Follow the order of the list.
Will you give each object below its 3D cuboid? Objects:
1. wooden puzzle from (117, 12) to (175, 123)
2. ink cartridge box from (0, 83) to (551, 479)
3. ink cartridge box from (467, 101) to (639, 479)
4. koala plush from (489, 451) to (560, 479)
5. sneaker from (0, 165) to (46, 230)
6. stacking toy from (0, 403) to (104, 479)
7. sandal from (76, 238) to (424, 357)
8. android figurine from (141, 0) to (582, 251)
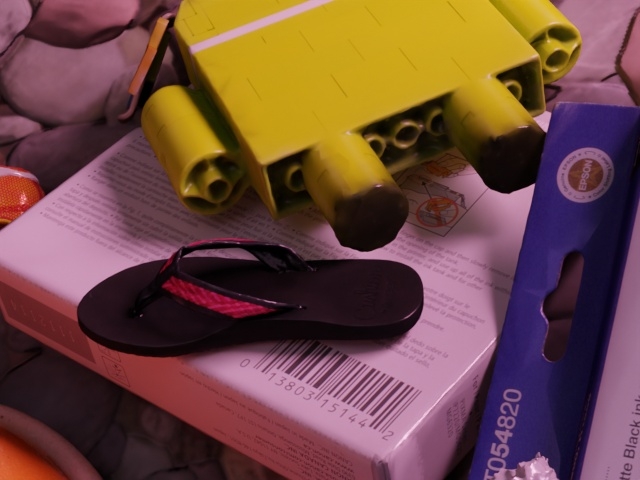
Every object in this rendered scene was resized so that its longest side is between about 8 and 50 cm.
[{"bbox_3d":[-0.107,-0.106,0.950,0.014,0.116,0.078,24,96,-8],"label":"wooden puzzle"},{"bbox_3d":[0.000,0.000,0.866,0.296,0.066,0.261,24,52,33],"label":"ink cartridge box"},{"bbox_3d":[0.186,0.037,0.690,0.224,0.045,0.223,7,75,25],"label":"ink cartridge box"},{"bbox_3d":[0.021,0.199,0.642,0.221,0.196,0.203,-16,18,-23],"label":"koala plush"},{"bbox_3d":[-0.256,0.012,0.983,0.175,0.064,0.067,-26,65,14],"label":"sneaker"},{"bbox_3d":[-0.324,0.165,0.672,0.351,0.480,0.350,-11,60,20],"label":"stacking toy"},{"bbox_3d":[-0.038,0.022,0.772,0.179,0.040,0.067,-3,43,10],"label":"sandal"},{"bbox_3d":[0.016,-0.101,0.876,0.248,0.056,0.273,-23,41,-10],"label":"android figurine"}]
